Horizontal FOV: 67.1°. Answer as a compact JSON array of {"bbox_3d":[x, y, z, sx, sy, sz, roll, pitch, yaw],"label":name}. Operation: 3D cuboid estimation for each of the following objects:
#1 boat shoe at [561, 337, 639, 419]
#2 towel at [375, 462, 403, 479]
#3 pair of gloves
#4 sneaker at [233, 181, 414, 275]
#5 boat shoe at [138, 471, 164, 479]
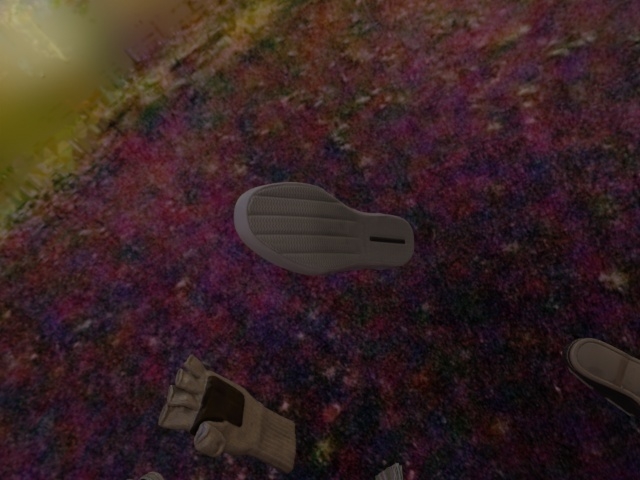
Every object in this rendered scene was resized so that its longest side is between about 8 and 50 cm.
[{"bbox_3d":[0.433,0.203,0.666,0.075,0.206,0.065,-56,-9,-10],"label":"boat shoe"},{"bbox_3d":[0.152,0.570,1.077,0.152,0.023,0.113,110,163,-54],"label":"towel"},{"bbox_3d":[-0.109,0.266,0.549,0.042,0.204,0.240,-41,22,28],"label":"pair of gloves"},{"bbox_3d":[0.000,0.000,0.549,0.091,0.258,0.094,-11,73,44],"label":"sneaker"},{"bbox_3d":[-0.442,0.756,1.347,0.079,0.081,0.227,-42,69,-2],"label":"boat shoe"}]
